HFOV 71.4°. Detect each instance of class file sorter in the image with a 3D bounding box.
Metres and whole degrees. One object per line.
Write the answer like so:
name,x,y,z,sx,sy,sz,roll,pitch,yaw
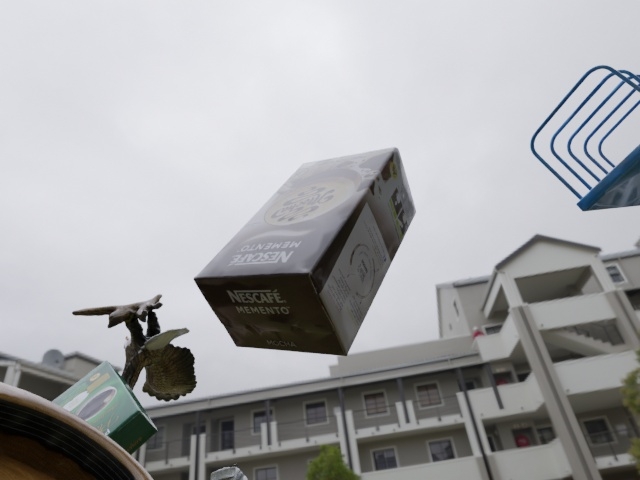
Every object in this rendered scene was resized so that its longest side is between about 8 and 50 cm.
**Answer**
file sorter,0.340,-0.113,0.490,0.170,0.104,0.118,-6,-37,-33

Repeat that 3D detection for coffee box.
coffee box,-0.282,0.225,0.548,0.184,0.113,0.040,8,-49,52
coffee box,0.000,0.000,0.595,0.168,0.297,0.119,-4,-57,31

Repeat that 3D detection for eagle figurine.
eagle figurine,-0.395,0.276,0.982,0.226,0.298,0.225,0,7,-7

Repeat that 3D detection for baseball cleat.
baseball cleat,-0.259,0.645,1.106,0.072,0.109,0.206,-33,-2,23

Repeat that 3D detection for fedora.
fedora,-0.170,0.151,0.243,0.194,0.079,0.194,34,-16,11
